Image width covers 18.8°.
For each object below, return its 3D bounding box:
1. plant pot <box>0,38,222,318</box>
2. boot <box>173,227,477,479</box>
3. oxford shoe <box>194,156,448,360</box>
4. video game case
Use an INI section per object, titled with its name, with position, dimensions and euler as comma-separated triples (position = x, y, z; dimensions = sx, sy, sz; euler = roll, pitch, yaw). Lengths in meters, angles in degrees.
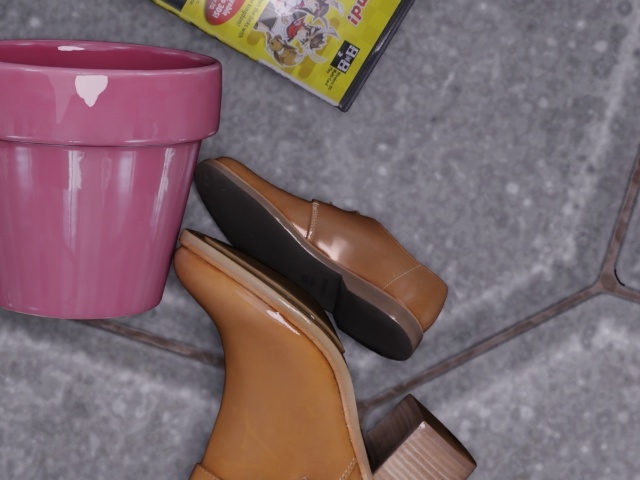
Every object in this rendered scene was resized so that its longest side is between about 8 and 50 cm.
[plant pot]
position = -0.174, -0.046, 1.381
dimensions = 0.201, 0.201, 0.180
euler = 3, 102, 3
[boot]
position = -0.055, 0.149, 1.385
dimensions = 0.220, 0.109, 0.283
euler = -45, 106, 5
[oxford shoe]
position = 0.000, 0.000, 1.429
dimensions = 0.212, 0.076, 0.076
euler = 37, 59, 7
[video game case]
position = -0.018, -0.271, 1.398
dimensions = 0.248, 0.035, 0.274
euler = 29, 99, -12
